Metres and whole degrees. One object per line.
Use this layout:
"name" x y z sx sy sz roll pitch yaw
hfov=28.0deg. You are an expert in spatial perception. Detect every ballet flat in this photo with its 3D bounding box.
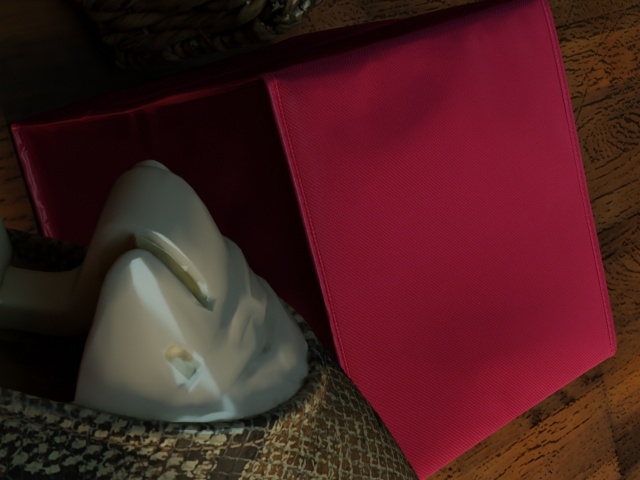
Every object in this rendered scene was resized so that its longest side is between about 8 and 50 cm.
"ballet flat" -0.161 0.027 0.569 0.164 0.483 0.182 -85 -168 -61

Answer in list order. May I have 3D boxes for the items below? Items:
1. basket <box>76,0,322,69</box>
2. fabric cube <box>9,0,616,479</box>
"basket" -0.052 -0.290 0.833 0.299 0.213 0.223 -54 125 -34
"fabric cube" 0.000 0.000 0.840 0.258 0.259 0.254 -25 106 -42
